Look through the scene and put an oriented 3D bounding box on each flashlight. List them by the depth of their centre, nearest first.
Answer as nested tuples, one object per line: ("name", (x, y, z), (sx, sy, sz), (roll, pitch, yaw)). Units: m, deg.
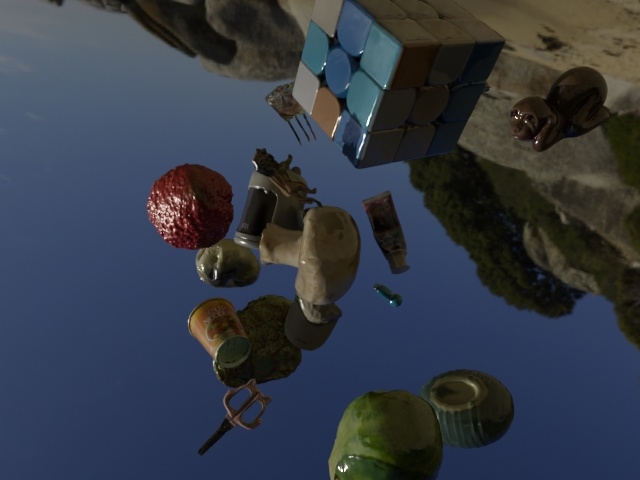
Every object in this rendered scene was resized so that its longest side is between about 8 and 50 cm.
("flashlight", (0.242, 0.196, 2.159), (0.129, 0.051, 0.051), (34, -174, -28))

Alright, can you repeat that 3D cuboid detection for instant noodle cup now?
("instant noodle cup", (-0.300, 0.292, 1.838), (0.168, 0.169, 0.185), (1, -154, -33))

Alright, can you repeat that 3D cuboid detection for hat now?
("hat", (-0.033, 0.329, 2.422), (0.214, 0.245, 0.149), (21, 176, 0))

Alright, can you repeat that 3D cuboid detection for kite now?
("kite", (-0.095, -0.433, 2.083), (0.127, 0.230, 0.016), (-18, -154, 18))

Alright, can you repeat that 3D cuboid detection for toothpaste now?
("toothpaste", (0.201, -0.027, 1.794), (0.096, 0.266, 0.061), (-20, 152, 9))

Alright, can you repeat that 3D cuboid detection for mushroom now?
("mushroom", (-0.031, 0.035, 1.726), (0.289, 0.298, 0.297), (7, -163, 1))

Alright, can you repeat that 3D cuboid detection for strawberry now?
("strawberry", (-0.362, -0.106, 1.700), (0.257, 0.258, 0.277), (7, 162, -18))

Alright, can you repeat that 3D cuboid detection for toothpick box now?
("toothpick box", (-0.150, -0.115, 2.053), (0.228, 0.317, 0.229), (15, 178, 1))

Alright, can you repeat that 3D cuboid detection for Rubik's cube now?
("Rubik's cube", (0.180, -0.430, 1.510), (0.346, 0.345, 0.347), (-14, -130, -30))

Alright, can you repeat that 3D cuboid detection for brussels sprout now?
("brussels sprout", (0.133, 0.440, 1.266), (0.219, 0.271, 0.210), (25, -145, -41))

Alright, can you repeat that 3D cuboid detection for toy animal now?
("toy animal", (-0.077, -0.149, 1.462), (0.219, 0.069, 0.086), (36, -134, -14))

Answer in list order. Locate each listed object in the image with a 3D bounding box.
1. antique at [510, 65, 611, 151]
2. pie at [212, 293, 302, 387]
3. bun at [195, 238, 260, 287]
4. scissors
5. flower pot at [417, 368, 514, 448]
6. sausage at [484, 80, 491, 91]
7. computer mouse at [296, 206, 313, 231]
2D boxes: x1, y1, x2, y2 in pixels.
("antique", (0.560, -0.312, 1.417), (0.256, 0.143, 0.121), (-25, -146, 0))
("pie", (-0.260, 0.440, 2.553), (0.417, 0.396, 0.180), (-13, -165, -12))
("bun", (-0.388, 0.113, 2.483), (0.272, 0.273, 0.169), (11, -127, -4))
("scissors", (-0.306, 0.615, 2.046), (0.160, 0.317, 0.024), (45, -178, 8))
("flower pot", (0.354, 0.415, 1.489), (0.242, 0.157, 0.189), (-8, -138, 22))
("sausage", (0.508, -0.633, 2.114), (0.083, 0.264, 0.083), (-24, 171, -4))
("computer mouse", (0.000, 0.000, 1.971), (0.082, 0.237, 0.145), (-39, -152, -28))
